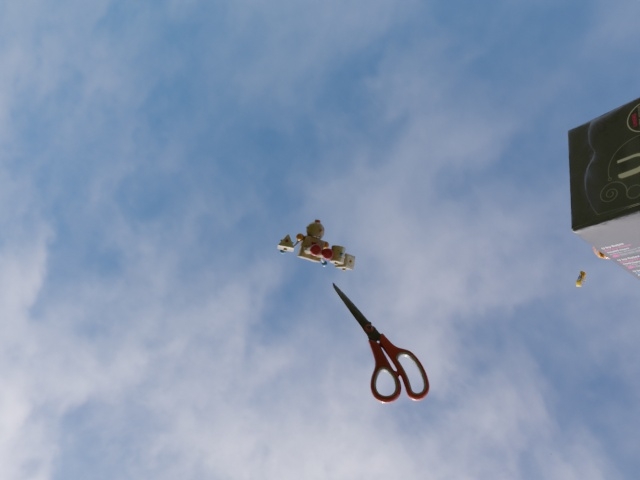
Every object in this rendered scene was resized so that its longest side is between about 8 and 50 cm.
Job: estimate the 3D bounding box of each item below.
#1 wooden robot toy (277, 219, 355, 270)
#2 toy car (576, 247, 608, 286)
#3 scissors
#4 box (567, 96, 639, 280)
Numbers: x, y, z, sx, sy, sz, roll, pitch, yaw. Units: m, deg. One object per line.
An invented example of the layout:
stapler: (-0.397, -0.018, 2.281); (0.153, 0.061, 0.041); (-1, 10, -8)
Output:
wooden robot toy: (0.000, 0.000, 0.982); (0.076, 0.173, 0.079); (-12, -116, 58)
toy car: (0.500, 0.045, 0.941); (0.060, 0.122, 0.040); (26, -137, 29)
scissors: (0.113, 0.185, 1.033); (0.108, 0.021, 0.297); (-16, -131, -7)
box: (0.458, -0.044, 0.677); (0.143, 0.270, 0.165); (-26, -135, 49)
